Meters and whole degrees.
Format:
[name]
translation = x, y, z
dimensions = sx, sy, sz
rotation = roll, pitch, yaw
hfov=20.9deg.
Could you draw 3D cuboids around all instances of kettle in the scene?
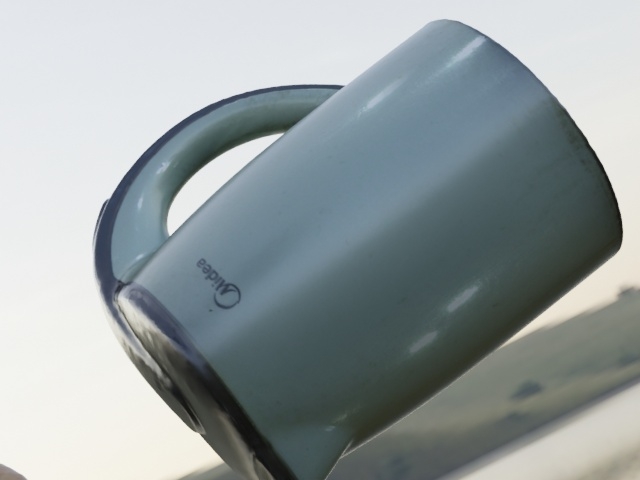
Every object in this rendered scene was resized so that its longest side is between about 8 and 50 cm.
[kettle]
translation = 0.000, 0.000, 0.918
dimensions = 0.236, 0.221, 0.161
rotation = -39, -29, -12

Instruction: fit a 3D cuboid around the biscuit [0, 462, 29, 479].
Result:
[biscuit]
translation = -0.221, 0.257, 0.808
dimensions = 0.312, 0.351, 0.057
rotation = -23, -45, 32
